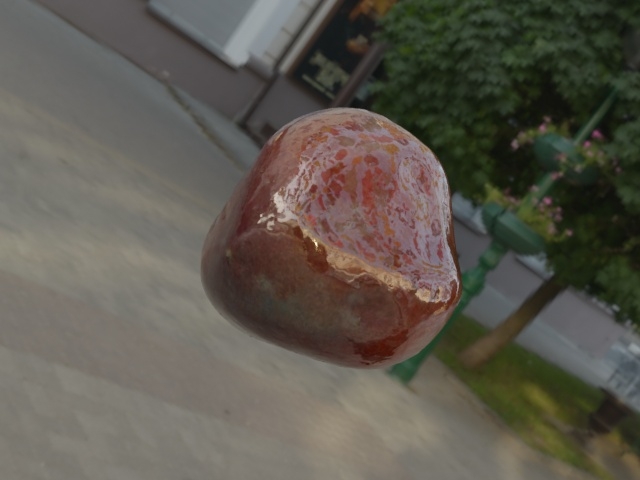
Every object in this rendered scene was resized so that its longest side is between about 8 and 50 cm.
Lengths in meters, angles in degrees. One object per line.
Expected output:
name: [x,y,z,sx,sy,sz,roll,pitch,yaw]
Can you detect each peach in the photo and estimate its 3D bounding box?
peach: [0.000,0.000,0.578,0.152,0.152,0.152,35,8,-5]
